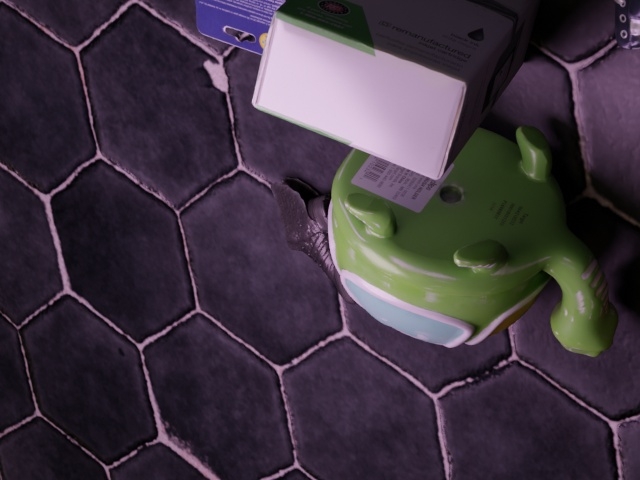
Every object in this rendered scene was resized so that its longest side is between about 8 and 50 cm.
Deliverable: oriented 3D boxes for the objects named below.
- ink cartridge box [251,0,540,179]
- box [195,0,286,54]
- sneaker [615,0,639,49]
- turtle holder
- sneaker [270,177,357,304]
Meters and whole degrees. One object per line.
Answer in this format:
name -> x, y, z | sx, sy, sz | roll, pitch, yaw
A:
ink cartridge box -> 0.087, -0.208, 1.980 | 0.211, 0.289, 0.121 | 21, 125, 11
box -> -0.082, -0.322, 2.137 | 0.136, 0.036, 0.225 | 22, 125, 31
sneaker -> 0.293, -0.294, 1.918 | 0.282, 0.099, 0.153 | 32, 128, 20
turtle holder -> 0.167, 0.002, 2.126 | 0.320, 0.243, 0.227 | 2, 140, -3
sneaker -> -0.002, 0.001, 2.368 | 0.089, 0.051, 0.170 | -11, 100, 44
